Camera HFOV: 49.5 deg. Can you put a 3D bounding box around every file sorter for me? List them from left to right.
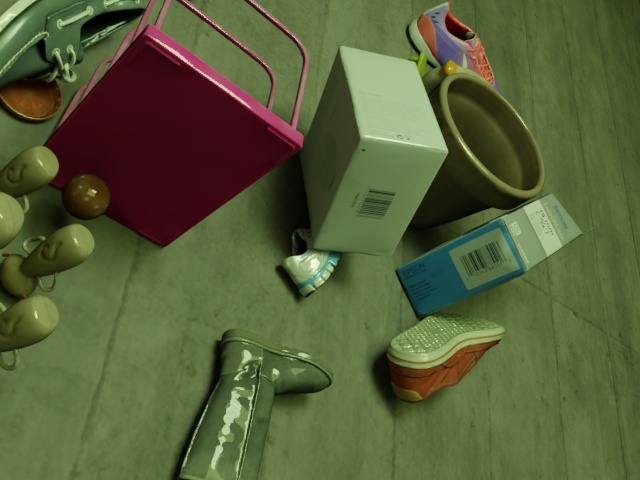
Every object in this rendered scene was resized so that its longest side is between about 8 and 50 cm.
[{"bbox_3d":[-0.178,-0.163,0.852,0.202,0.290,0.182,33,47,-29],"label":"file sorter"}]

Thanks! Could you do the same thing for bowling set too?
[{"bbox_3d":[-0.333,-0.005,0.752,0.200,0.154,0.287,-6,72,-66],"label":"bowling set"}]

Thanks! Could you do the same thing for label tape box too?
[{"bbox_3d":[0.334,0.013,1.305,0.333,0.240,0.106,-21,83,-49],"label":"label tape box"}]

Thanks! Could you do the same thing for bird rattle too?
[{"bbox_3d":[0.269,-0.274,1.431,0.253,0.207,0.143,38,65,-13],"label":"bird rattle"}]

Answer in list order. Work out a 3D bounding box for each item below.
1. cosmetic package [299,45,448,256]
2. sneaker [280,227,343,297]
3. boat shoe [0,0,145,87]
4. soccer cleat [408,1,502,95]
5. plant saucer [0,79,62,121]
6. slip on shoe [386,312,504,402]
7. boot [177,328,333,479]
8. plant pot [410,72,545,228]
[{"bbox_3d":[0.070,-0.134,1.071,0.138,0.224,0.225,7,46,-18],"label":"cosmetic package"},{"bbox_3d":[0.000,0.000,1.109,0.083,0.071,0.191,46,44,-10],"label":"sneaker"},{"bbox_3d":[-0.324,-0.252,0.858,0.099,0.116,0.320,45,44,-20],"label":"boat shoe"},{"bbox_3d":[0.346,-0.420,1.632,0.318,0.116,0.109,40,47,-23],"label":"soccer cleat"},{"bbox_3d":[-0.370,-0.188,0.878,0.083,0.013,0.084,23,55,-37],"label":"plant saucer"},{"bbox_3d":[0.220,0.195,1.209,0.331,0.123,0.101,-12,111,-52],"label":"slip on shoe"},{"bbox_3d":[-0.076,0.237,0.904,0.189,0.076,0.209,21,47,-19],"label":"boot"},{"bbox_3d":[0.240,-0.137,1.285,0.263,0.229,0.263,24,48,-30],"label":"plant pot"}]
